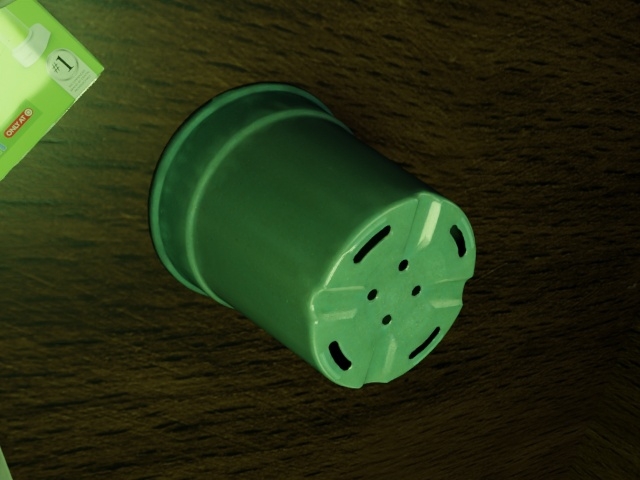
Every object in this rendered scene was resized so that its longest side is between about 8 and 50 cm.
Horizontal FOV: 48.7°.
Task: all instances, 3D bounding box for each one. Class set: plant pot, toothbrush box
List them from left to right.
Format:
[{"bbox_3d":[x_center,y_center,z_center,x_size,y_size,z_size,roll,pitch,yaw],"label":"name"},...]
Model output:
[{"bbox_3d":[-0.387,-0.195,0.659,0.206,0.122,0.283,-50,135,-5],"label":"toothbrush box"},{"bbox_3d":[0.000,0.000,0.936,0.341,0.334,0.341,-20,126,-30],"label":"plant pot"}]

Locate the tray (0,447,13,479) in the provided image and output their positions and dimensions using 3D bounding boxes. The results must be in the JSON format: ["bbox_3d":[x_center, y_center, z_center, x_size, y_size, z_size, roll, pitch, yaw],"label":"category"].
[{"bbox_3d":[-0.427,0.320,0.816,0.145,0.270,0.030,-7,123,-36],"label":"tray"}]

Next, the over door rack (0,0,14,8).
[{"bbox_3d":[-0.211,-0.374,0.617,0.239,0.108,0.325,-43,136,-60],"label":"over door rack"}]
